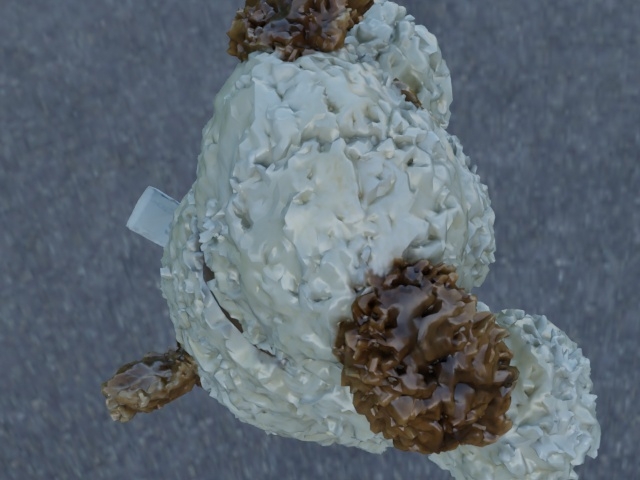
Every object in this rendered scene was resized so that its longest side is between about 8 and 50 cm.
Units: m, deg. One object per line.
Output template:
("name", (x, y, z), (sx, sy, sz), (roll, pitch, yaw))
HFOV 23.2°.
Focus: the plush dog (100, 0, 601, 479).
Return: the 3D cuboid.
("plush dog", (0.000, 0.000, 0.672), (0.210, 0.225, 0.262), (-18, 71, -12))
